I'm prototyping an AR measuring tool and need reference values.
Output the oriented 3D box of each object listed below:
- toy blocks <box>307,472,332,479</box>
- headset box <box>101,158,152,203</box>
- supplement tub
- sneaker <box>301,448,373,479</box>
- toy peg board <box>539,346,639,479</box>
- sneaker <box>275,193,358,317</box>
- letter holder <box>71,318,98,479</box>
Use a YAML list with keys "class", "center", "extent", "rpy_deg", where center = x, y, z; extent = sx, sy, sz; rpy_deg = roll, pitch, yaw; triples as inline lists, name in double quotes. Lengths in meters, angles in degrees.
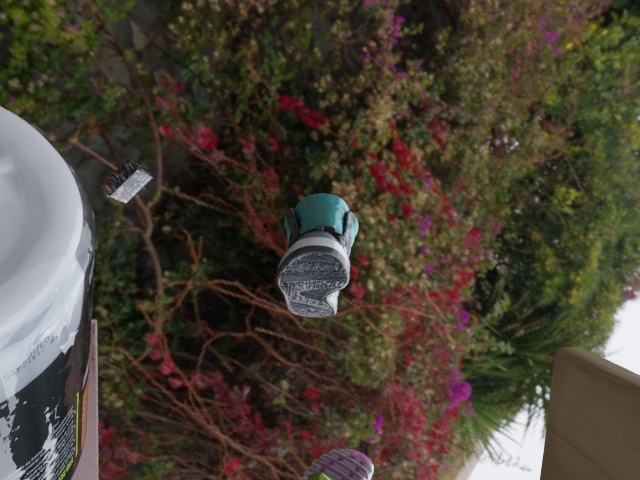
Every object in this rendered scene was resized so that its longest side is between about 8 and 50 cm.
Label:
- class: "toy blocks"
  center: [0.083, 0.563, 1.025]
  extent: [0.261, 0.381, 0.191]
  rpy_deg: [-54, -173, -32]
- class: "headset box"
  center: [-0.370, -0.109, 1.332]
  extent: [0.083, 0.062, 0.032]
  rpy_deg: [-42, -107, 4]
- class: "supplement tub"
  center: [-0.241, 0.081, 0.429]
  extent: [0.316, 0.193, 0.194]
  rpy_deg: [112, -11, -46]
- class: "sneaker"
  center: [-0.002, 0.456, 1.190]
  extent: [0.095, 0.105, 0.236]
  rpy_deg: [24, -133, 40]
- class: "toy peg board"
  center: [0.186, 0.151, 0.340]
  extent: [0.161, 0.079, 0.161]
  rpy_deg: [-150, -117, -71]
- class: "sneaker"
  center: [0.000, 0.000, 1.094]
  extent: [0.295, 0.123, 0.178]
  rpy_deg: [100, -5, -69]
- class: "letter holder"
  center: [-0.512, 0.287, 1.195]
  extent: [0.152, 0.214, 0.302]
  rpy_deg: [-17, -110, 34]
